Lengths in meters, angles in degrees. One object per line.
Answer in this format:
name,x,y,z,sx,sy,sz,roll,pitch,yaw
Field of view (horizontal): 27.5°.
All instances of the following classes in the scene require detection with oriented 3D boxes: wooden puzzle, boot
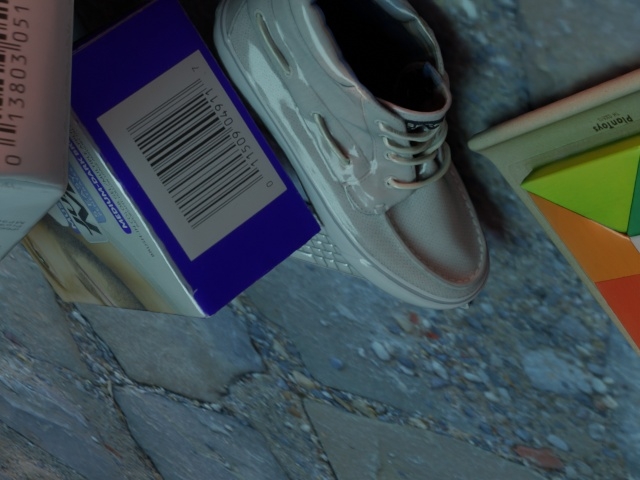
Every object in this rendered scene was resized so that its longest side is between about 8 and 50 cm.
wooden puzzle,0.218,0.005,0.743,0.239,0.044,0.221,47,150,-15
boot,0.042,-0.060,0.797,0.258,0.095,0.123,49,157,-16

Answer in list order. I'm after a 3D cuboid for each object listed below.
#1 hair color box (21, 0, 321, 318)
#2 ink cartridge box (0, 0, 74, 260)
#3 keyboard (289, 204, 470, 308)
hair color box,-0.153,-0.050,0.946,0.185,0.110,0.339,58,159,-13
ink cartridge box,-0.247,-0.129,0.837,0.091,0.308,0.385,6,163,-27
keyboard,0.000,0.000,1.019,0.256,0.014,0.072,16,144,36
